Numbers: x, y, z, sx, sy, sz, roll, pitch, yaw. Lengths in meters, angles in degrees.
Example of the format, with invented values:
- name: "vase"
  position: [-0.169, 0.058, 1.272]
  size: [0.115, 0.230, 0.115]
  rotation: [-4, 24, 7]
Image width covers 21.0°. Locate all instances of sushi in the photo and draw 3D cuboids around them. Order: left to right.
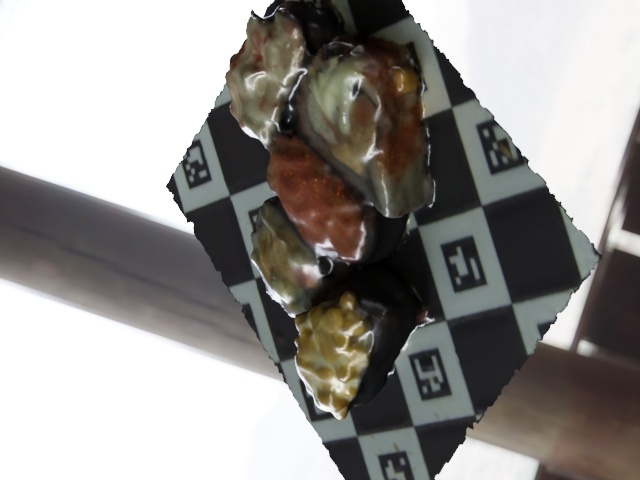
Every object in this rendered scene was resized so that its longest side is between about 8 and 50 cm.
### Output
- name: "sushi"
  position: [0.000, 0.000, 1.039]
  size: [0.059, 0.294, 0.292]
  rotation: [-17, -28, -38]
